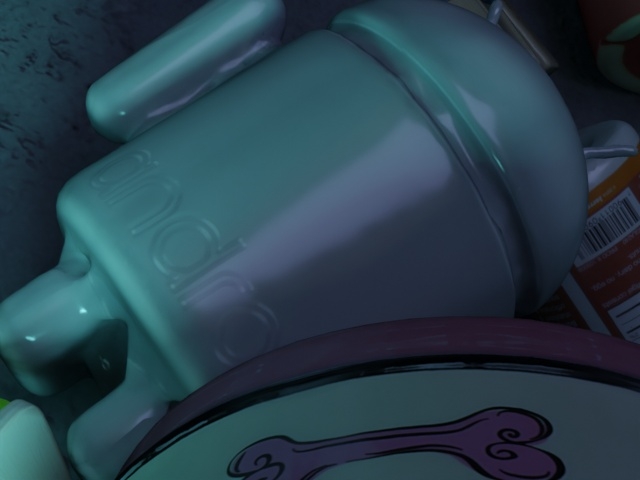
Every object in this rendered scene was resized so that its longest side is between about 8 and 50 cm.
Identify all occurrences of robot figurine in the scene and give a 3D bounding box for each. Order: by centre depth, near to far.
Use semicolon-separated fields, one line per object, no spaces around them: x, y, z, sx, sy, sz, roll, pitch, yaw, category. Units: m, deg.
0.000;0.000;0.764;0.353;0.200;0.300;-34;83;-13;robot figurine

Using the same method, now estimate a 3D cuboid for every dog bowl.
0.063;0.202;0.623;0.408;0.408;0.150;21;39;-16;dog bowl

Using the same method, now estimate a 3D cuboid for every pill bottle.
0.204;0.040;0.913;0.121;0.121;0.216;-43;103;-37;pill bottle

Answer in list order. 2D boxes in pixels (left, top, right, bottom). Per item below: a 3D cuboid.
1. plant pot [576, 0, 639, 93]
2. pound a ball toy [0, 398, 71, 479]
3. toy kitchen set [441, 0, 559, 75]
0.300;-0.254;1.070;0.275;0.275;0.243;6;72;-24;plant pot
-0.264;0.152;0.649;0.208;0.135;0.319;21;54;21;pound a ball toy
0.052;-0.118;0.980;0.122;0.166;0.207;53;17;7;toy kitchen set
